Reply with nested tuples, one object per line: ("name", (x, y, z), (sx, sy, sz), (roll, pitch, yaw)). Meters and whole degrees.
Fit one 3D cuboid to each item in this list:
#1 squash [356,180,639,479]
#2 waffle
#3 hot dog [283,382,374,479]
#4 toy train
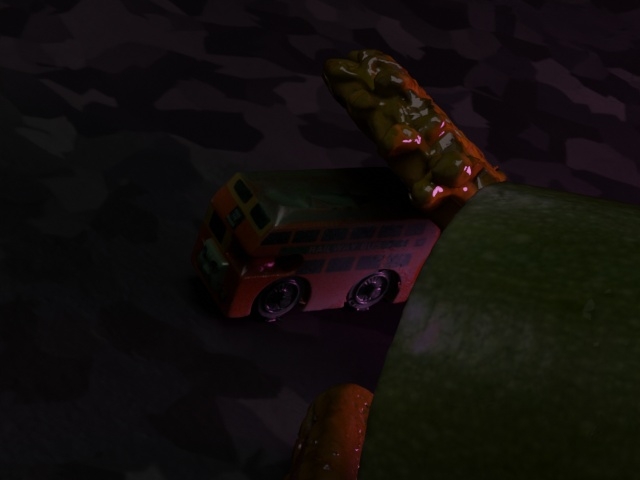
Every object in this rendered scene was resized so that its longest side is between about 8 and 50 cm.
("squash", (0.235, 0.129, 0.788), (0.384, 0.263, 0.263), (14, 27, 23))
("waffle", (0.106, -0.044, 1.174), (0.260, 0.069, 0.293), (44, 7, -23))
("hot dog", (0.007, 0.181, 0.921), (0.087, 0.061, 0.286), (31, 30, -4))
("toy train", (0.000, 0.000, 1.168), (0.188, 0.099, 0.072), (-5, 38, -33))
